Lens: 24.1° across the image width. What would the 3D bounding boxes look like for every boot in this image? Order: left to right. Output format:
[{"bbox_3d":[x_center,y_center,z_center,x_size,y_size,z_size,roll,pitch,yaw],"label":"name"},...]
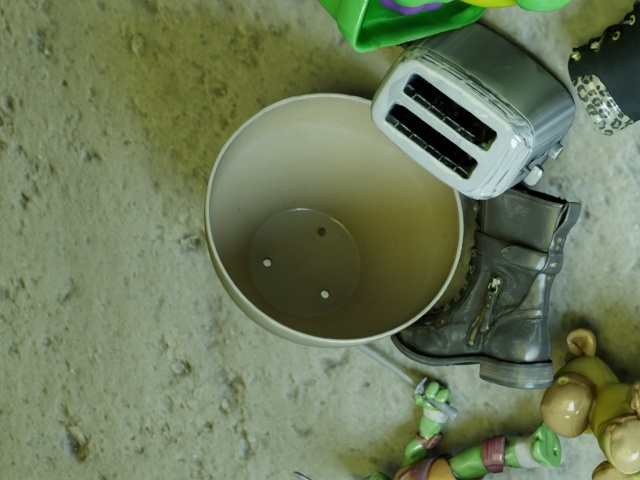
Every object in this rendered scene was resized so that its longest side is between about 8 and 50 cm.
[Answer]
[{"bbox_3d":[0.188,0.035,1.696,0.263,0.091,0.229,12,102,48],"label":"boot"},{"bbox_3d":[0.318,-0.230,1.509,0.179,0.085,0.236,-23,100,36],"label":"boot"}]

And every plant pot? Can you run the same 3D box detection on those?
[{"bbox_3d":[0.000,0.000,1.696,0.284,0.284,0.191,42,160,4],"label":"plant pot"}]

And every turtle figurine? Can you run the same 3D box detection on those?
[{"bbox_3d":[0.130,0.267,1.767,0.266,0.198,0.274,-6,114,31],"label":"turtle figurine"}]

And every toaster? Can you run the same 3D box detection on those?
[{"bbox_3d":[0.153,-0.146,1.593,0.227,0.146,0.129,39,123,6],"label":"toaster"}]

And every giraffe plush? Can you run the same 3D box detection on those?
[{"bbox_3d":[0.322,0.187,1.662,0.170,0.210,0.181,31,95,31],"label":"giraffe plush"}]

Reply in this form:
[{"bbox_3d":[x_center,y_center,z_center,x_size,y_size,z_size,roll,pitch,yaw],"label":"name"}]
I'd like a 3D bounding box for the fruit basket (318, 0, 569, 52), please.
[{"bbox_3d":[0.150,-0.342,1.417,0.392,0.283,0.392,16,115,37],"label":"fruit basket"}]
